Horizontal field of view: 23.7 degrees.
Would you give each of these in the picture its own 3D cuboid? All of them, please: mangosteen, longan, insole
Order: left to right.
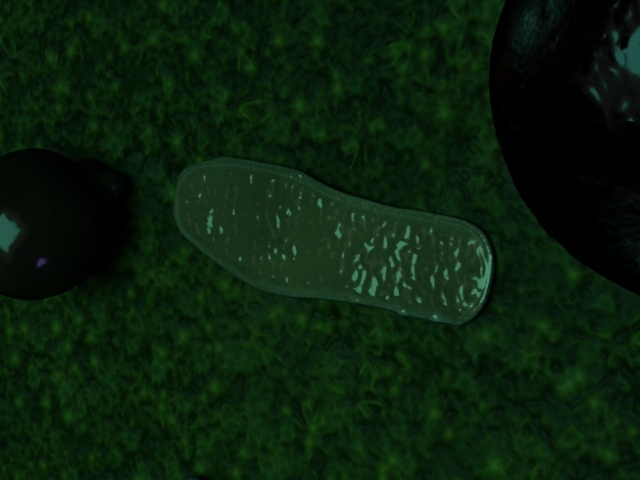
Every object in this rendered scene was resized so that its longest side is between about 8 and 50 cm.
[{"bbox_3d":[-0.187,-0.016,1.032,0.119,0.106,0.106,-34,65,-8],"label":"longan"},{"bbox_3d":[0.000,0.000,0.932,0.248,0.011,0.081,14,99,37],"label":"insole"},{"bbox_3d":[0.187,-0.081,0.675,0.216,0.216,0.216,2,93,38],"label":"mangosteen"}]

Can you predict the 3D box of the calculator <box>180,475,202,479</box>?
[{"bbox_3d":[-0.109,0.220,1.021,0.141,0.019,0.094,-46,67,29],"label":"calculator"}]
